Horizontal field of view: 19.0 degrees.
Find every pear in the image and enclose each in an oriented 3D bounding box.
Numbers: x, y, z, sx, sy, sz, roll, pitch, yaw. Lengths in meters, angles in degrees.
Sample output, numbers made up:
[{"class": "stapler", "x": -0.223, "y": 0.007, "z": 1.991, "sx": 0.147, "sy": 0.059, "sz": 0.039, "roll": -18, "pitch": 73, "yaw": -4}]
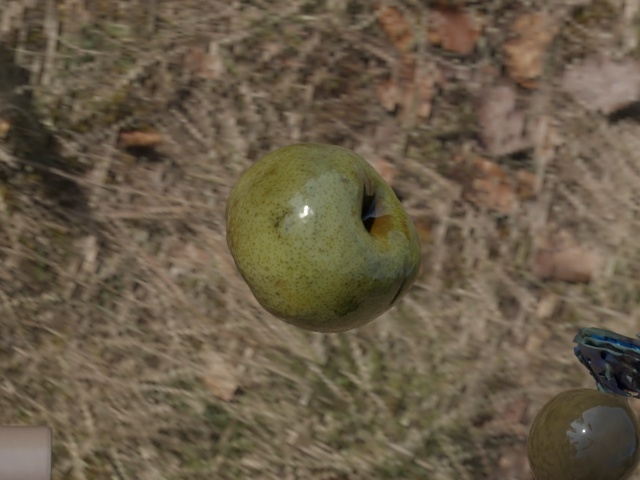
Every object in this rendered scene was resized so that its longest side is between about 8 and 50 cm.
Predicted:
[{"class": "pear", "x": 0.000, "y": 0.000, "z": 1.619, "sx": 0.137, "sy": 0.167, "sz": 0.167, "roll": -31, "pitch": 117, "yaw": 24}]

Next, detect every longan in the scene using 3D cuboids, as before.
[{"class": "longan", "x": 0.220, "y": 0.162, "z": 1.564, "sx": 0.092, "sy": 0.113, "sz": 0.113, "roll": 37, "pitch": 78, "yaw": 15}]

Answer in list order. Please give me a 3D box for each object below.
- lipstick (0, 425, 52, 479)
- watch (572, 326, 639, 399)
[{"class": "lipstick", "x": -0.295, "y": 0.148, "z": 1.180, "sx": 0.255, "sy": 0.070, "sz": 0.070, "roll": 1, "pitch": 98, "yaw": -8}, {"class": "watch", "x": 0.187, "y": 0.187, "z": 0.915, "sx": 0.068, "sy": 0.275, "sz": 0.276, "roll": 40, "pitch": 68, "yaw": -45}]
